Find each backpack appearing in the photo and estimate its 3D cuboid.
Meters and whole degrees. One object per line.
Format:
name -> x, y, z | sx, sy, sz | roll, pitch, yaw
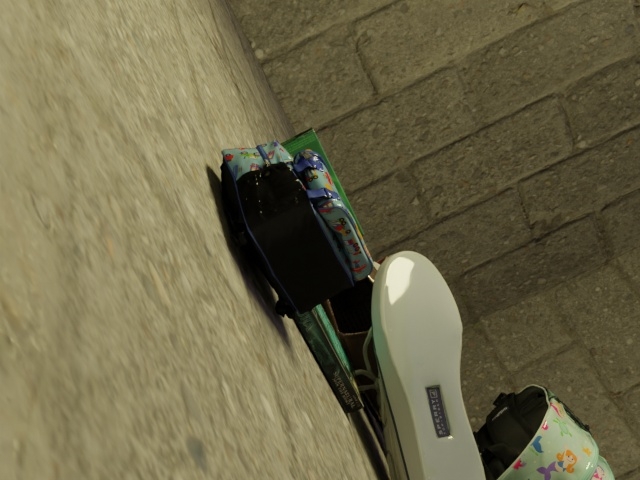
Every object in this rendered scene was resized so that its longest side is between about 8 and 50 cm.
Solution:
backpack -> -0.035, -0.031, 0.991 | 0.158, 0.117, 0.173 | 62, 2, -43
backpack -> 0.285, 0.328, 1.291 | 0.191, 0.225, 0.253 | 43, 5, 9

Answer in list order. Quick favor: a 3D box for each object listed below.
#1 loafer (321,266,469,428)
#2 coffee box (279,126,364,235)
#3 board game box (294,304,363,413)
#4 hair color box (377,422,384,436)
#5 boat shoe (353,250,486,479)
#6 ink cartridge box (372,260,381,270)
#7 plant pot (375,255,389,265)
loafer -> 0.085, 0.163, 1.392 | 0.366, 0.134, 0.130 | 55, 3, 22
coffee box -> -0.021, -0.067, 1.450 | 0.184, 0.113, 0.040 | 62, 1, -15
board game box -> -0.002, 0.111, 1.170 | 0.186, 0.026, 0.126 | 63, 4, -25
hair color box -> 0.212, 0.416, 1.519 | 0.339, 0.110, 0.185 | 64, 5, 10
boat shoe -> 0.115, 0.205, 1.257 | 0.156, 0.135, 0.367 | -38, -121, 53
ink cartridge box -> 0.085, 0.076, 1.798 | 0.150, 0.063, 0.109 | 31, -12, 24
plant pot -> 0.156, 0.141, 2.021 | 0.180, 0.201, 0.201 | 49, 5, -3
